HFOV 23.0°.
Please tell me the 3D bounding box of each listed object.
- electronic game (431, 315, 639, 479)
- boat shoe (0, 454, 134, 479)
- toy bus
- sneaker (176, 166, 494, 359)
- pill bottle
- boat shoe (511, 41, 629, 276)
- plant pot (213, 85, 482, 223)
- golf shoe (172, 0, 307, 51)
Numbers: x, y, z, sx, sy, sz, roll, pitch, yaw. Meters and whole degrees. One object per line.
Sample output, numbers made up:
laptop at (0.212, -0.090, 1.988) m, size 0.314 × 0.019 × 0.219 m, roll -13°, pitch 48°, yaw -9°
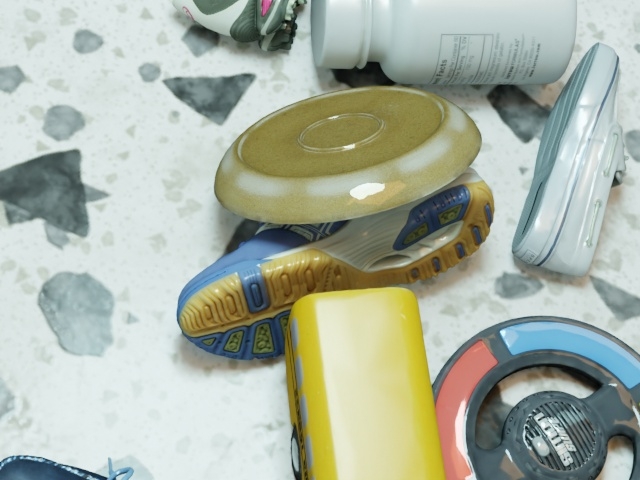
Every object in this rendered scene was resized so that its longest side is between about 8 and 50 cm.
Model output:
electronic game at (0.199, 0.171, 1.337) m, size 0.229 × 0.048 × 0.229 m, roll 3°, pitch 65°, yaw -7°
boat shoe at (-0.145, 0.232, 1.237) m, size 0.258 × 0.089 × 0.109 m, roll 22°, pitch 64°, yaw 3°
toy bus at (0.043, 0.215, 1.249) m, size 0.108 × 0.130 × 0.332 m, roll -3°, pitch 65°, yaw -9°
sneaker at (0.000, 0.000, 1.375) m, size 0.296 × 0.112 × 0.131 m, roll -23°, pitch 49°, yaw -16°
pill bottle at (0.110, -0.210, 1.457) m, size 0.229 × 0.131 × 0.131 m, roll -1°, pitch 65°, yaw -9°
boat shoe at (0.243, -0.070, 1.449) m, size 0.076 × 0.083 × 0.226 m, roll 25°, pitch 75°, yaw -9°
plant pot at (0.020, -0.082, 1.357) m, size 0.236 × 0.032 × 0.236 m, roll -10°, pitch 25°, yaw 5°
golf shoe at (-0.048, -0.312, 1.502) m, size 0.120 × 0.105 × 0.273 m, roll 16°, pitch 63°, yaw 7°
